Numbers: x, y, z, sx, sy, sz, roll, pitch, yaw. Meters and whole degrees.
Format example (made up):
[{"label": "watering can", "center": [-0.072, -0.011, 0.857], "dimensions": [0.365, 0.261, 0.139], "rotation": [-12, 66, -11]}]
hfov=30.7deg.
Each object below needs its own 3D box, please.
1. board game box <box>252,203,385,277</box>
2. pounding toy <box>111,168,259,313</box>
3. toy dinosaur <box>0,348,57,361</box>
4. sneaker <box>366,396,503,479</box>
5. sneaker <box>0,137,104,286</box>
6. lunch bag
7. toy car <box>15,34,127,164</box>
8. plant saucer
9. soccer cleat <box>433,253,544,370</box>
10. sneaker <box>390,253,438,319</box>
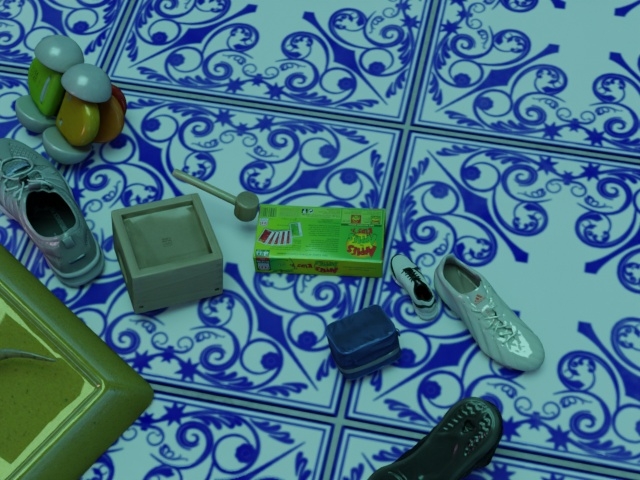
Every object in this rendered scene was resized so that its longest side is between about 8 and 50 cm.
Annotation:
[{"label": "board game box", "center": [0.000, 0.000, 1.659], "dimensions": [0.181, 0.043, 0.092], "rotation": [2, 58, 5]}, {"label": "pounding toy", "center": [-0.186, -0.008, 1.652], "dimensions": [0.206, 0.094, 0.181], "rotation": [-13, 52, -16]}, {"label": "toy dinosaur", "center": [-0.441, 0.161, 1.402], "dimensions": [0.211, 0.112, 0.064], "rotation": [-38, 23, -20]}, {"label": "sneaker", "center": [0.142, 0.286, 1.452], "dimensions": [0.227, 0.130, 0.087], "rotation": [-47, 68, 7]}, {"label": "sneaker", "center": [-0.402, -0.066, 1.679], "dimensions": [0.105, 0.115, 0.281], "rotation": [-35, 62, -18]}, {"label": "lunch bag", "center": [0.061, 0.137, 1.556], "dimensions": [0.098, 0.065, 0.067], "rotation": [-22, 43, -10]}, {"label": "toy car", "center": [-0.367, -0.216, 1.775], "dimensions": [0.136, 0.159, 0.182], "rotation": [-12, 48, -47]}, {"label": "plant saucer", "center": [-0.429, 0.192, 1.461], "dimensions": [0.333, 0.081, 0.332], "rotation": [43, 66, 0]}, {"label": "soccer cleat", "center": [0.222, 0.098, 1.565], "dimensions": [0.068, 0.076, 0.196], "rotation": [-36, 62, -19]}, {"label": "sneaker", "center": [0.131, 0.057, 1.617], "dimensions": [0.040, 0.043, 0.109], "rotation": [-26, 58, -11]}]
